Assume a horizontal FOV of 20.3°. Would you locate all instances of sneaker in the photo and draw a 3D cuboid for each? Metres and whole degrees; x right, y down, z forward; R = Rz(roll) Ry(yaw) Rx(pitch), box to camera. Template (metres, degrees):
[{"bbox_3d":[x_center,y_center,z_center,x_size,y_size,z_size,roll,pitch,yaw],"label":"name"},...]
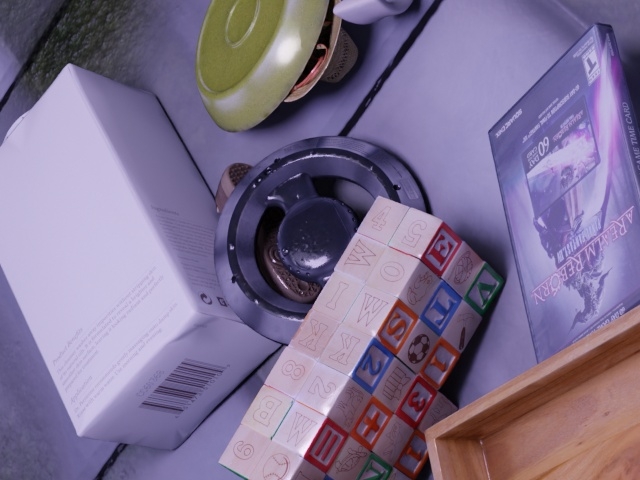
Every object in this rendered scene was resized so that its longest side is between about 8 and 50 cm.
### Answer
[{"bbox_3d":[-0.056,0.005,1.915,0.188,0.066,0.071,62,145,29],"label":"sneaker"}]

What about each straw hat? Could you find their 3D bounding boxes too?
[{"bbox_3d":[0.005,-0.201,1.897,0.144,0.061,0.144,-36,43,44],"label":"straw hat"}]

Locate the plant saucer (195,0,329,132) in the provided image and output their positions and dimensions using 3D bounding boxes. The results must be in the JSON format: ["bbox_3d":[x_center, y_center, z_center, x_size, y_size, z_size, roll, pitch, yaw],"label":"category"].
[{"bbox_3d":[-0.073,-0.236,1.946,0.241,0.037,0.241,-35,45,44],"label":"plant saucer"}]

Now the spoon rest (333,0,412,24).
[{"bbox_3d":[0.070,-0.343,1.884,0.137,0.084,0.276,-13,58,37],"label":"spoon rest"}]

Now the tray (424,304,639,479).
[{"bbox_3d":[0.254,0.187,1.514,0.411,0.076,0.202,-38,56,48],"label":"tray"}]

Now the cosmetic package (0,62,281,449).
[{"bbox_3d":[-0.224,0.017,1.986,0.217,0.156,0.385,-45,53,23],"label":"cosmetic package"}]

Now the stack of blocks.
[{"bbox_3d":[0.052,0.130,1.701,0.087,0.171,0.297,23,78,41],"label":"stack of blocks"}]

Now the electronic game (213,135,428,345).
[{"bbox_3d":[0.000,0.000,1.825,0.229,0.048,0.229,-6,69,16],"label":"electronic game"}]

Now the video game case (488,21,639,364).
[{"bbox_3d":[0.233,-0.031,1.625,0.196,0.026,0.274,-47,44,51],"label":"video game case"}]
